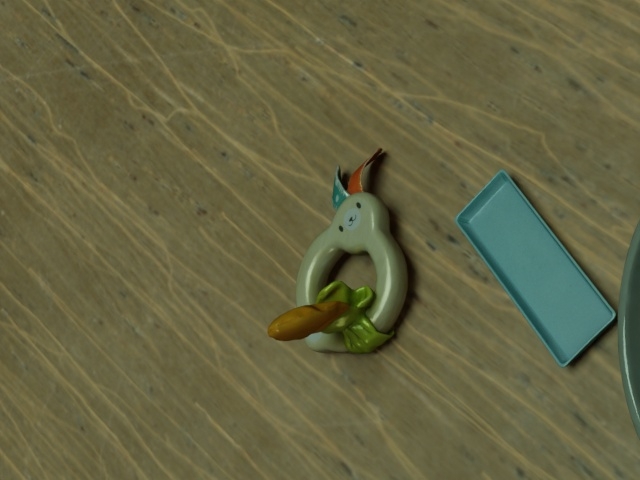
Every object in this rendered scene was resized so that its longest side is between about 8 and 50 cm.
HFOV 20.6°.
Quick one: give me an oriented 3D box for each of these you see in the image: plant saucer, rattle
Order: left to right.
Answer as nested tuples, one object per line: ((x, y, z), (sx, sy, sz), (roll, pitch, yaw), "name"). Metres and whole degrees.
((0.000, 0.000, 1.622), (0.130, 0.142, 0.200), (-9, 74, 58), "rattle")
((0.187, 0.023, 1.531), (0.067, 0.018, 0.192), (-47, 51, 17), "plant saucer")

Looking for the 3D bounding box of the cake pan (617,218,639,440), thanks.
((0.326, 0.069, 1.299), (0.293, 0.054, 0.293), (-5, 85, 63), "cake pan")
